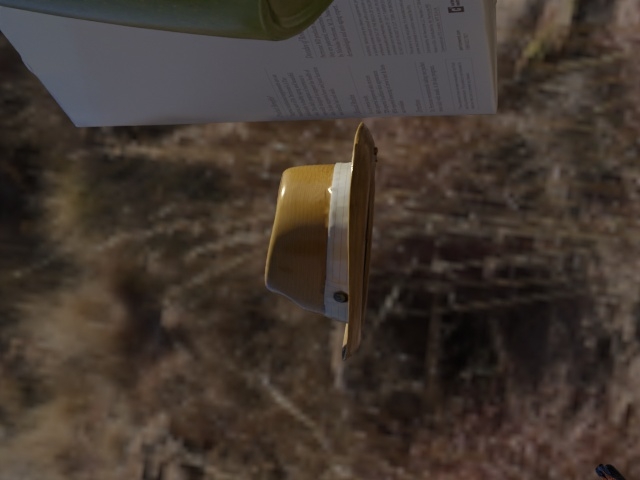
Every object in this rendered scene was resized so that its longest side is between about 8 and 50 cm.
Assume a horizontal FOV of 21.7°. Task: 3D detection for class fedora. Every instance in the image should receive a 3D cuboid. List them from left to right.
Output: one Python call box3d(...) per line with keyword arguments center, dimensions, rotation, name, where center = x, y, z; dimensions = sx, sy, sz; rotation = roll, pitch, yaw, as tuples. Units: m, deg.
box3d(center=(0.000, 0.000, 1.304), dimensions=(0.194, 0.079, 0.194), rotation=(5, -90, -86), name="fedora")

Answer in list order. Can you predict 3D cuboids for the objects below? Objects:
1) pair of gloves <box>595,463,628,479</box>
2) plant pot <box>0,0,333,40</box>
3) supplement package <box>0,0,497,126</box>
box3d(center=(0.186, 0.175, 0.991), dimensions=(0.074, 0.010, 0.083), rotation=(44, 152, 46), name="pair of gloves")
box3d(center=(-0.115, -0.206, 0.695), dimensions=(0.274, 0.294, 0.274), rotation=(-56, -15, -24), name="plant pot")
box3d(center=(-0.035, -0.191, 0.950), dimensions=(0.199, 0.263, 0.198), rotation=(64, -154, -71), name="supplement package")
